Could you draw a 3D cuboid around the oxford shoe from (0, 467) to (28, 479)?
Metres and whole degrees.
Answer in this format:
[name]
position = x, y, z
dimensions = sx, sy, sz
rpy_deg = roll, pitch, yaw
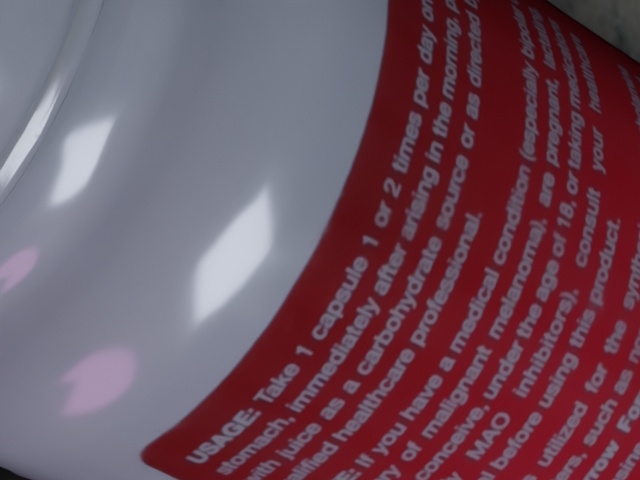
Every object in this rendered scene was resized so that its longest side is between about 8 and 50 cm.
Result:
[oxford shoe]
position = -0.117, 0.091, 0.785
dimensions = 0.212, 0.076, 0.076
rpy_deg = 5, 149, -28

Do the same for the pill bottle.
[pill bottle]
position = 0.000, 0.000, 0.661
dimensions = 0.407, 0.229, 0.229
rpy_deg = 27, 108, -34
